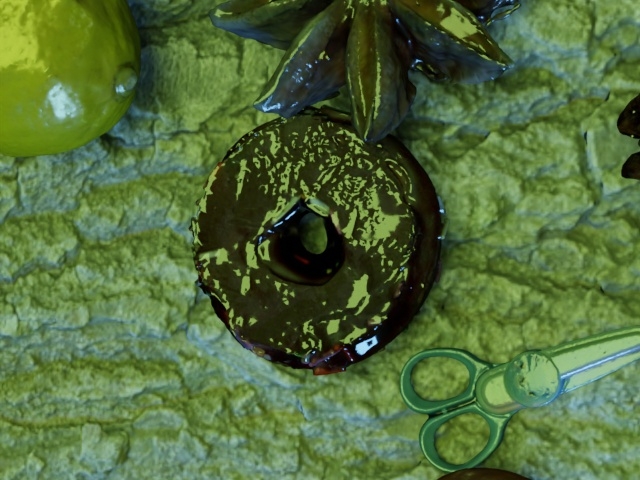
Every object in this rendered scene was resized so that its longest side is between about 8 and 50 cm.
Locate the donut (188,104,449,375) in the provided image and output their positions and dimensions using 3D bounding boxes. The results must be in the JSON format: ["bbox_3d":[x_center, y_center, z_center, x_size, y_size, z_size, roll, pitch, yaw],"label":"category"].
[{"bbox_3d":[0.000,0.000,1.288,0.269,0.103,0.270,-1,86,21],"label":"donut"}]

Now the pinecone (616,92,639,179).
[{"bbox_3d":[0.381,-0.093,1.110,0.221,0.221,0.221,-1,87,19],"label":"pinecone"}]

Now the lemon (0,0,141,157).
[{"bbox_3d":[-0.316,-0.205,1.344,0.288,0.233,0.233,26,96,21],"label":"lemon"}]

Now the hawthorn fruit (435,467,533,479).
[{"bbox_3d":[0.135,0.279,1.202,0.189,0.149,0.149,9,90,15],"label":"hawthorn fruit"}]

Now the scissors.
[{"bbox_3d":[0.203,0.134,1.246,0.256,0.030,0.125,-22,82,19],"label":"scissors"}]

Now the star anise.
[{"bbox_3d":[0.054,-0.231,1.252,0.331,0.117,0.332,-5,60,9],"label":"star anise"}]
